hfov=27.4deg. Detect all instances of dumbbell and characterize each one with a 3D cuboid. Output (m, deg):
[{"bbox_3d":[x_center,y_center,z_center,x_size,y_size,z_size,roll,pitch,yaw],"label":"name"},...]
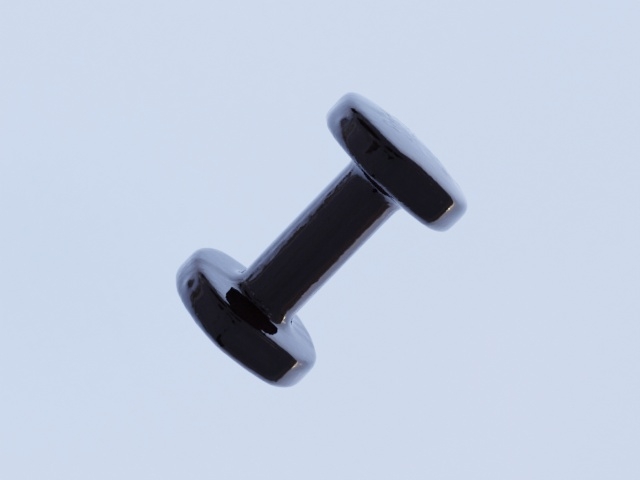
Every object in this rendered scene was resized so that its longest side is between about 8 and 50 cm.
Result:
[{"bbox_3d":[0.000,0.000,1.057,0.140,0.124,0.225,38,-76,-21],"label":"dumbbell"}]
